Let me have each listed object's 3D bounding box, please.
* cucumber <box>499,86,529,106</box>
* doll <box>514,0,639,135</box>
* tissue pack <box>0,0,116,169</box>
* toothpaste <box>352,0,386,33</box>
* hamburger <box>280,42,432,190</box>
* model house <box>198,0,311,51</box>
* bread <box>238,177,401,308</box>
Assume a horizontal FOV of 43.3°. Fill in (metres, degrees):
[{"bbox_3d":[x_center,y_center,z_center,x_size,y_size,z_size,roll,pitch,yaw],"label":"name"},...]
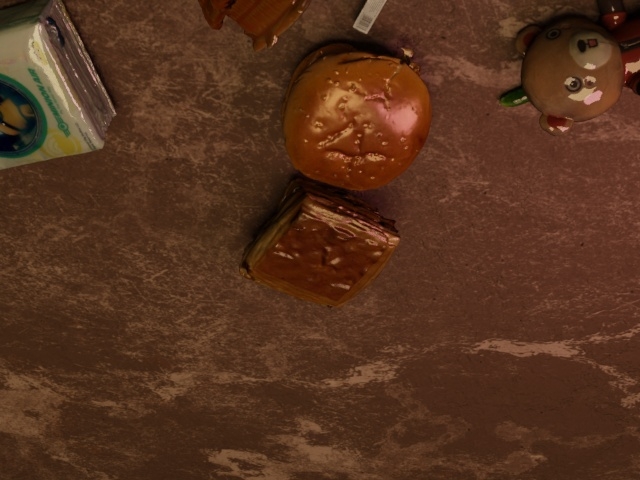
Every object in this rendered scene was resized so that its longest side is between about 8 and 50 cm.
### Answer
[{"bbox_3d":[0.429,-0.301,1.602,0.155,0.037,0.037,-25,125,25],"label":"cucumber"},{"bbox_3d":[0.532,-0.337,1.479,0.330,0.234,0.174,-16,169,12],"label":"doll"},{"bbox_3d":[-0.645,-0.293,1.605,0.388,0.162,0.287,-10,127,13],"label":"tissue pack"},{"bbox_3d":[0.110,-0.458,1.479,0.034,0.046,0.164,23,129,-13],"label":"toothpaste"},{"bbox_3d":[0.071,-0.244,1.593,0.290,0.170,0.314,9,130,-13],"label":"hamburger"},{"bbox_3d":[-0.114,-0.481,1.385,0.229,0.219,0.199,36,154,-25],"label":"model house"},{"bbox_3d":[0.000,0.000,1.814,0.278,0.167,0.324,23,138,-17],"label":"bread"}]
